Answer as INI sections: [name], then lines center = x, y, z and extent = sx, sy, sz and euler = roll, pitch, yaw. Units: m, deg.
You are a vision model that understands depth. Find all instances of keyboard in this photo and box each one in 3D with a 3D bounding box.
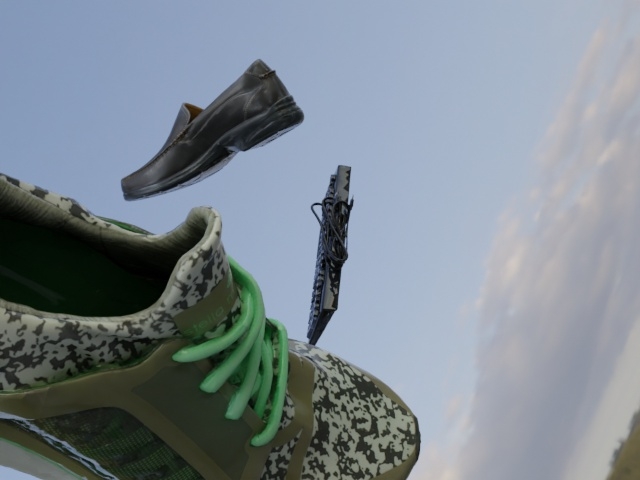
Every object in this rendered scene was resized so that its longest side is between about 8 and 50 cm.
[keyboard]
center = 0.000, 0.000, 0.939
extent = 0.100, 0.038, 0.192
euler = 117, 165, -46

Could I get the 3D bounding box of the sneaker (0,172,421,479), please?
[sneaker]
center = -0.081, 0.063, 0.534
extent = 0.410, 0.182, 0.158
euler = 22, -132, -31

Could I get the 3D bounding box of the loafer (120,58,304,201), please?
[loafer]
center = -0.097, -0.086, 0.806
extent = 0.170, 0.061, 0.062
euler = -27, 2, 13
